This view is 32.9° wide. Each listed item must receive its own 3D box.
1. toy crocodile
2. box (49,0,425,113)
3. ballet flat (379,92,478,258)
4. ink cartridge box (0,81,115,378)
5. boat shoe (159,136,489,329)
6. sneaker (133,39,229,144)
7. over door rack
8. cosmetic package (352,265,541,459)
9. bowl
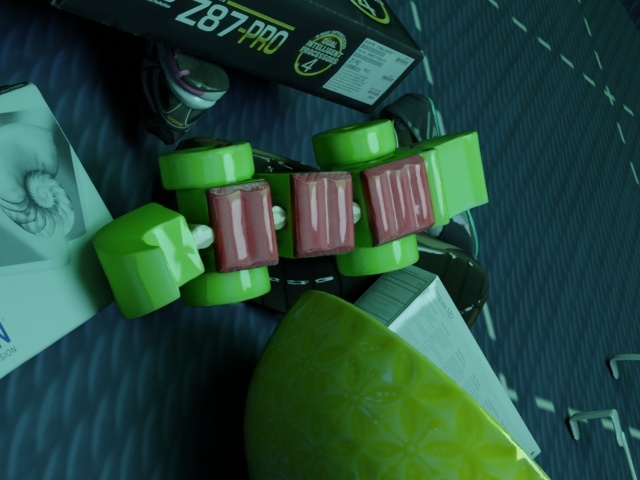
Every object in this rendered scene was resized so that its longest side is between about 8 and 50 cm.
[{"bbox_3d":[-0.006,-0.021,0.791,0.341,0.105,0.115,-12,100,-32],"label":"toy crocodile"},{"bbox_3d":[-0.114,-0.280,0.928,0.395,0.097,0.318,9,41,-53],"label":"box"},{"bbox_3d":[0.111,-0.064,1.198,0.074,0.074,0.203,-6,78,-57],"label":"ballet flat"},{"bbox_3d":[-0.232,-0.024,0.671,0.224,0.045,0.223,59,31,-6],"label":"ink cartridge box"},{"bbox_3d":[0.000,0.000,0.950,0.324,0.122,0.120,28,13,-32],"label":"boat shoe"},{"bbox_3d":[-0.128,-0.139,0.900,0.072,0.077,0.178,31,21,-20],"label":"sneaker"},{"bbox_3d":[0.456,0.312,1.370,0.239,0.108,0.324,-25,88,-60],"label":"over door rack"},{"bbox_3d":[0.101,0.136,0.942,0.099,0.060,0.239,-43,124,-15],"label":"cosmetic package"},{"bbox_3d":[0.036,0.191,0.765,0.156,0.289,0.289,-44,109,-15],"label":"bowl"}]
